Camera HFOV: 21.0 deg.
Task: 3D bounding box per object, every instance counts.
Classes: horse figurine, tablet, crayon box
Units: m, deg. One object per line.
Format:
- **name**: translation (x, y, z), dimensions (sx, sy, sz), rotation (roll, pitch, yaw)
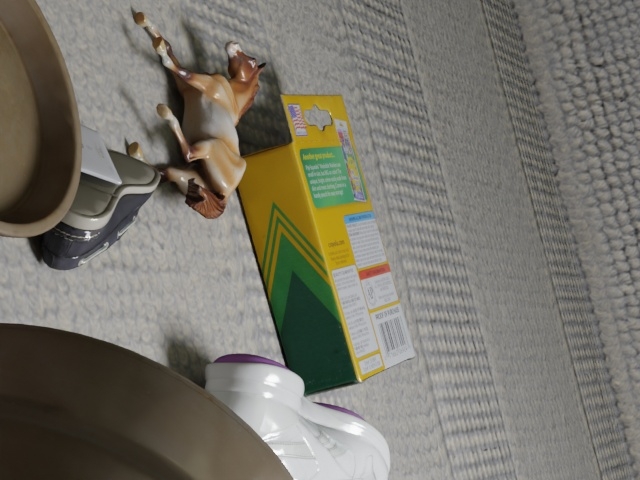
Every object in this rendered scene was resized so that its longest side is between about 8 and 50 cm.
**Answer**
- **horse figurine**: translation (-0.123, -0.116, 1.752), dimensions (0.174, 0.066, 0.263), rotation (41, 36, -45)
- **tablet**: translation (-0.207, -0.081, 1.520), dimensions (0.054, 0.006, 0.083), rotation (20, 25, -35)
- **crayon box**: translation (0.000, 0.000, 1.949), dimensions (0.203, 0.083, 0.323), rotation (-12, 86, -69)

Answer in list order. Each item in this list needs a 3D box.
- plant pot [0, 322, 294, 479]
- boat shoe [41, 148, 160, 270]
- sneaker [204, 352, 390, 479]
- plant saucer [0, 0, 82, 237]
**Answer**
- **plant pot**: translation (-0.186, 0.255, 0.990), dimensions (0.323, 0.323, 0.280), rotation (61, 30, -30)
- **boat shoe**: translation (-0.200, -0.029, 1.530), dimensions (0.206, 0.075, 0.065), rotation (-57, 171, -70)
- **sneaker**: translation (-0.033, 0.223, 1.707), dimensions (0.305, 0.114, 0.152), rotation (37, 55, -51)
- **plant saucer**: translation (-0.285, -0.129, 1.365), dimensions (0.278, 0.041, 0.278), rotation (46, 33, -42)
